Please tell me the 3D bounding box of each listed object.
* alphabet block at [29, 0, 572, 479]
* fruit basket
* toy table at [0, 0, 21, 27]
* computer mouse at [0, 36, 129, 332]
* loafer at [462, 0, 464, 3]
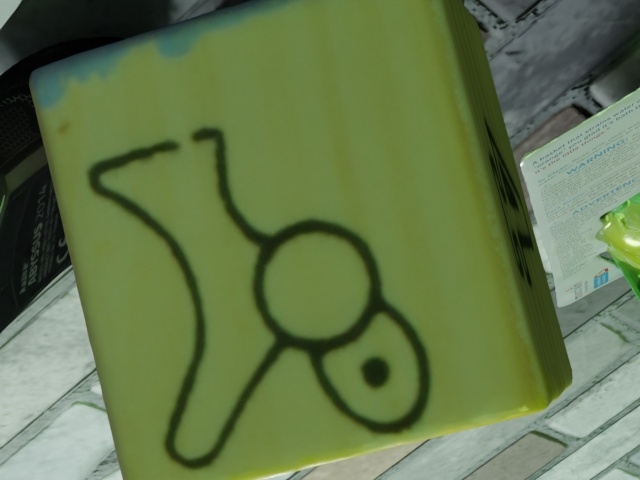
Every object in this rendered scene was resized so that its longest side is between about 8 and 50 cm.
[{"bbox_3d":[0.000,0.000,0.726,0.192,0.197,0.193,-14,176,14],"label":"alphabet block"},{"bbox_3d":[0.278,-0.081,0.983,0.327,0.165,0.353,-29,154,4],"label":"fruit basket"},{"bbox_3d":[-0.230,-0.142,0.586,0.274,0.161,0.252,-31,146,4],"label":"toy table"},{"bbox_3d":[-0.162,-0.031,0.780,0.272,0.072,0.188,-48,158,-54],"label":"computer mouse"},{"bbox_3d":[0.018,-0.152,0.693,0.109,0.095,0.302,-25,176,15],"label":"loafer"}]
